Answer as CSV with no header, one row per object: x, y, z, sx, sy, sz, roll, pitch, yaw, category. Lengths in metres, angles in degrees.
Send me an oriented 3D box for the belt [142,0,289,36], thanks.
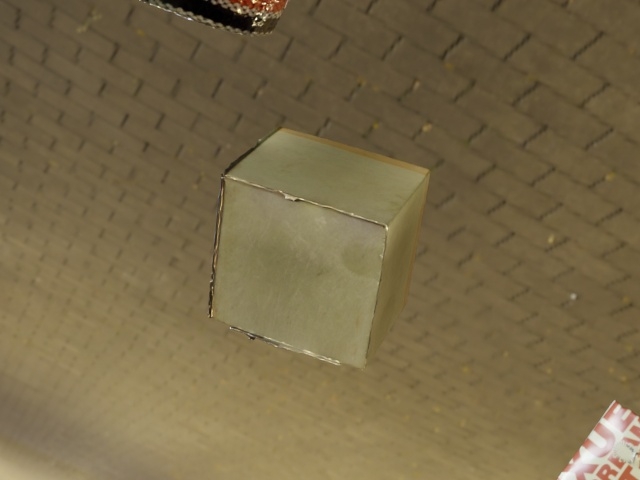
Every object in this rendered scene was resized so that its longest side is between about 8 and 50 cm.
-0.162,-0.238,0.920,0.359,0.094,0.126,5,-154,-43,belt

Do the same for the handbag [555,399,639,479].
0.382,0.310,1.240,0.298,0.171,0.151,31,-177,-2,handbag

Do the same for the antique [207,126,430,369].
0.000,0.000,1.008,0.152,0.148,0.147,18,122,16,antique
